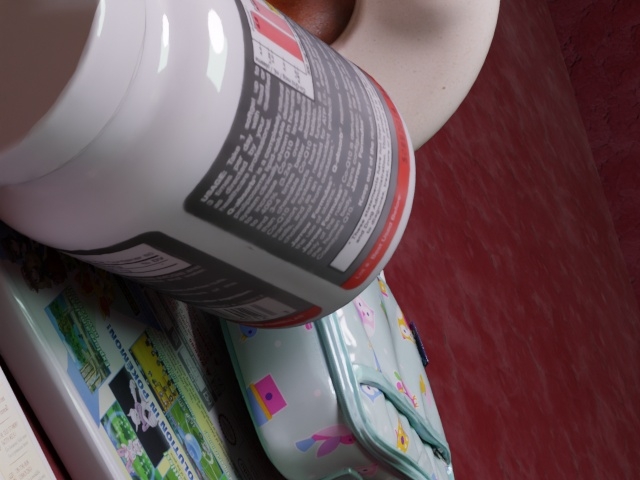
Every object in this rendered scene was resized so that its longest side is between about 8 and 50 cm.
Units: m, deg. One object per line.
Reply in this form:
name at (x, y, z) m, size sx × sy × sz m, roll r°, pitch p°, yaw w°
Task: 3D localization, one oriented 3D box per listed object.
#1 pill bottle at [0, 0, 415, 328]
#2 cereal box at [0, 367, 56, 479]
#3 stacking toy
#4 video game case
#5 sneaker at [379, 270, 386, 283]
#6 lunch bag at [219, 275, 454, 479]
pill bottle at (-0.104, -0.078, 1.159) m, size 0.363 × 0.210 × 0.210 m, roll 28°, pitch 41°, yaw -57°
cereal box at (-0.195, 0.167, 0.981) m, size 0.240 × 0.047 × 0.173 m, roll 64°, pitch 19°, yaw -3°
stacking toy at (-0.057, -0.279, 1.600) m, size 0.350 × 0.351 × 0.480 m, roll 56°, pitch 6°, yaw -27°
video game case at (-0.125, 0.094, 1.280) m, size 0.329 × 0.036 × 0.300 m, roll 63°, pitch 19°, yaw -11°
sneaker at (0.000, 0.000, 1.635) m, size 0.153 × 0.094 × 0.235 m, roll 33°, pitch 46°, yaw -72°
lunch bag at (0.019, 0.115, 1.421) m, size 0.279 × 0.108 × 0.224 m, roll 44°, pitch 23°, yaw -61°
